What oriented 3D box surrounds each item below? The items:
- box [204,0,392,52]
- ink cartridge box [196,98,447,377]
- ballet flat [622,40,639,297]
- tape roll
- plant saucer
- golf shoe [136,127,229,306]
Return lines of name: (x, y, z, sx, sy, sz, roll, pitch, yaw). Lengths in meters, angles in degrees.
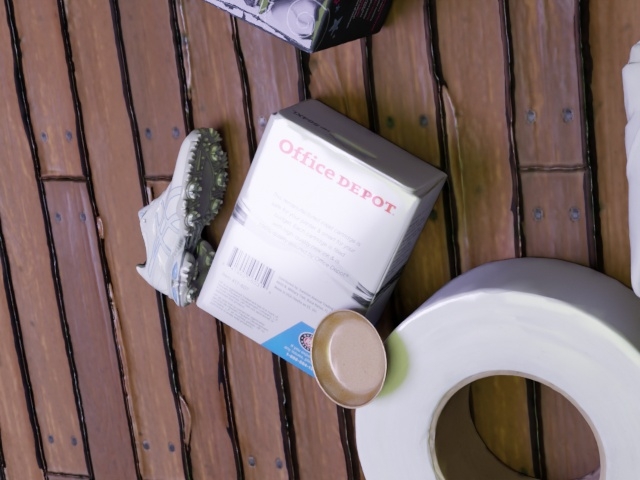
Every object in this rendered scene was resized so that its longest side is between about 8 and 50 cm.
box: (-0.003, -0.296, 0.932, 0.163, 0.142, 0.247, 29, 115, 17)
ink cartridge box: (0.000, 0.000, 1.053, 0.148, 0.086, 0.203, 31, 116, 13)
ballet flat: (0.297, -0.150, 0.854, 0.139, 0.139, 0.400, 29, 112, 15)
tape roll: (0.175, 0.162, 1.011, 0.286, 0.100, 0.286, 8, 109, 23)
plant saucer: (0.027, 0.098, 1.003, 0.083, 0.015, 0.083, 5, 97, 42)
golf shoe: (-0.139, -0.027, 1.126, 0.086, 0.069, 0.176, 21, 113, 25)
